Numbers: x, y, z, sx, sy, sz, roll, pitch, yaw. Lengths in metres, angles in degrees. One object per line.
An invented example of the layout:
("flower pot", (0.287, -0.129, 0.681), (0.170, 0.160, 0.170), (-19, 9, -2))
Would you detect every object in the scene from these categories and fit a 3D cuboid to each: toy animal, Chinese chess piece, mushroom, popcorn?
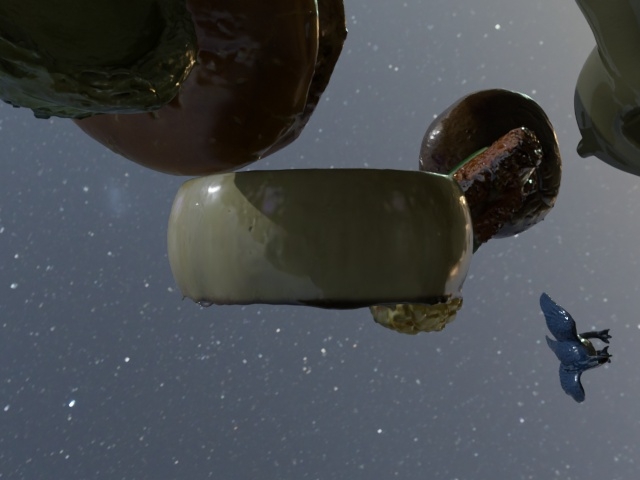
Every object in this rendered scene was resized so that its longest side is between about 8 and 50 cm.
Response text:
("toy animal", (0.510, 0.223, 1.404), (0.177, 0.255, 0.239), (-10, -92, -22))
("Chinese chess piece", (0.000, 0.000, 0.590), (0.257, 0.257, 0.104), (0, -92, -45))
("mushroom", (0.249, -0.101, 0.955), (0.231, 0.194, 0.138), (21, -154, -31))
("popcorn", (0.152, 0.074, 1.159), (0.170, 0.180, 0.180), (25, -140, -25))

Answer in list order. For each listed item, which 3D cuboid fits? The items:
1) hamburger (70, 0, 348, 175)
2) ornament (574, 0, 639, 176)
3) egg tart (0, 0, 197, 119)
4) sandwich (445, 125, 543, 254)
("hamburger", (-0.141, -0.214, 0.690), (0.315, 0.289, 0.170), (19, -158, 10))
("ornament", (0.224, -0.140, 0.451), (0.061, 0.245, 0.230), (-36, -77, -16))
("egg tart", (-0.176, -0.150, 0.479), (0.197, 0.078, 0.197), (20, -133, -24))
("sandwich", (0.187, -0.051, 0.778), (0.079, 0.159, 0.235), (51, -156, -4))
